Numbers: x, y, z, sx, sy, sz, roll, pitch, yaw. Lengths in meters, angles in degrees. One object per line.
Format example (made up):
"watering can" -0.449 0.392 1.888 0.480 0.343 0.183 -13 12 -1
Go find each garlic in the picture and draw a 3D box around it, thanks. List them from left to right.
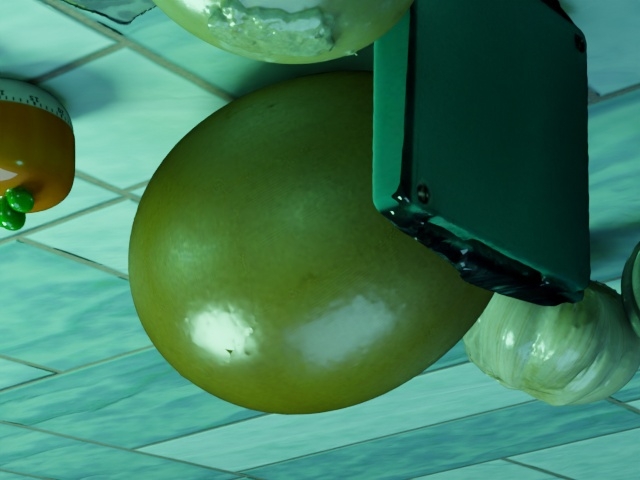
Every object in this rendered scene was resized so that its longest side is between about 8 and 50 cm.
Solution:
"garlic" 0.259 0.106 1.827 0.228 0.152 0.228 17 -175 -2

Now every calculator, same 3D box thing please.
"calculator" 0.120 -0.093 1.189 0.058 0.248 0.274 -12 160 35

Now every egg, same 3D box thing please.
"egg" -0.028 -0.194 1.008 0.201 0.164 0.164 7 156 -21
"egg" 0.000 0.000 1.350 0.351 0.282 0.282 -30 151 25

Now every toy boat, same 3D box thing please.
"toy boat" -0.166 -0.191 1.171 0.063 0.016 0.115 -22 154 37

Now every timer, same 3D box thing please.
"timer" -0.263 -0.065 1.335 0.099 0.136 0.136 -16 158 39

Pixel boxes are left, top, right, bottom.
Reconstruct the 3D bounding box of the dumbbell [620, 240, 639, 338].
"dumbbell" 0.414 0.008 1.633 0.179 0.179 0.406 -7 159 2
